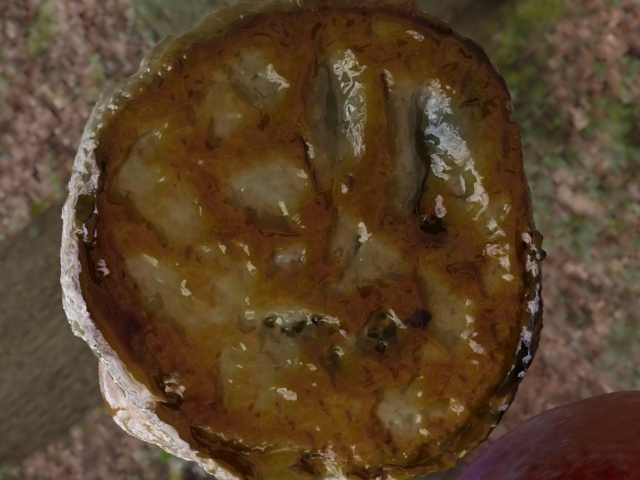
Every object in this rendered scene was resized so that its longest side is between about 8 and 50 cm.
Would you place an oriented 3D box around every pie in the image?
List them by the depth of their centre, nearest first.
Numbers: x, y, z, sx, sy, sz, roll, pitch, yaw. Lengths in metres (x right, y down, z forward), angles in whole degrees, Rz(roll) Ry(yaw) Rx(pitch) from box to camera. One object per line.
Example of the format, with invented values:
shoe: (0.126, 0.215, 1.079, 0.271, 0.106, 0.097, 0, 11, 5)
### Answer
pie: (0.000, 0.000, 0.869, 0.315, 0.315, 0.092, 51, 174, -19)

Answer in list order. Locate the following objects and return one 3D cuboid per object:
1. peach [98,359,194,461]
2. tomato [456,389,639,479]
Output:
peach: (-0.082, 0.085, 0.993, 0.138, 0.138, 0.138, 51, -179, -1)
tomato: (0.169, 0.221, 0.919, 0.176, 0.334, 0.290, 29, 149, -18)
